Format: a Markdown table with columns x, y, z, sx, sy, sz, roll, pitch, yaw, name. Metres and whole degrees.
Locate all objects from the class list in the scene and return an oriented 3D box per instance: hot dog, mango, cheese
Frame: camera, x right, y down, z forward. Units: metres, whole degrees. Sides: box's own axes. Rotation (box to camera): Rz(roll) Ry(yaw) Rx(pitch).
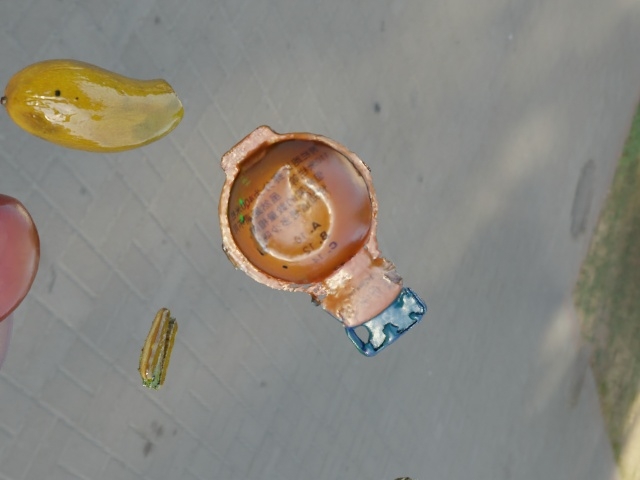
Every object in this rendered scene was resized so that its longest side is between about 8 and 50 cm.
| x | y | z | sx | sy | sz | roll | pitch | yaw | name |
| --- | --- | --- | --- | --- | --- | --- | --- | --- | --- |
| -0.152 | 0.101 | 0.865 | 0.037 | 0.021 | 0.083 | 68 | 25 | -45 | hot dog |
| -0.447 | -0.264 | 1.857 | 0.144 | 0.359 | 0.187 | 133 | -40 | -57 | mango |
| 0.000 | 0.000 | 1.203 | 0.217 | 0.329 | 0.129 | -40 | -176 | 5 | cheese |

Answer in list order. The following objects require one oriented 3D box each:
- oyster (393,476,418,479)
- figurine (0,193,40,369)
| x | y | z | sx | sy | sz | roll | pitch | yaw | name |
| --- | --- | --- | --- | --- | --- | --- | --- | --- | --- |
| 0.119 | 0.353 | 1.311 | 0.051 | 0.093 | 0.034 | 25 | 53 | -24 | oyster |
| -0.385 | 0.073 | 0.818 | 0.270 | 0.261 | 0.211 | -4 | 91 | -18 | figurine |
